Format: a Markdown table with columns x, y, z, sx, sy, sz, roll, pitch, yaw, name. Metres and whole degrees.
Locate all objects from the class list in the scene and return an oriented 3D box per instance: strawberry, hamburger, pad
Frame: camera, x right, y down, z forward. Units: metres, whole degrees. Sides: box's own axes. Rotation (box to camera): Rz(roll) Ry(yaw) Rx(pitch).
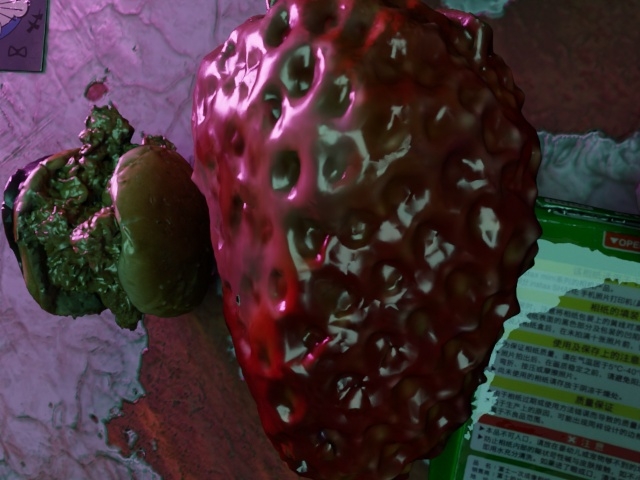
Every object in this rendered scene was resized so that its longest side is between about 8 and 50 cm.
| x | y | z | sx | sy | sz | roll | pitch | yaw | name |
| --- | --- | --- | --- | --- | --- | --- | --- | --- | --- |
| 0.000 | 0.000 | 0.394 | 0.265 | 0.149 | 0.337 | -1 | 87 | 42 | strawberry |
| -0.157 | -0.019 | 0.487 | 0.131 | 0.159 | 0.185 | -2 | 111 | 20 | hamburger |
| -0.390 | -0.264 | 0.628 | 0.245 | 0.006 | 0.170 | 7 | 93 | 15 | pad |

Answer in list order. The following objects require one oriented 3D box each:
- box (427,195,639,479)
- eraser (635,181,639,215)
| x | y | z | sx | sy | sz | roll | pitch | yaw | name |
| --- | --- | --- | --- | --- | --- | --- | --- | --- | --- |
| 0.181 | 0.101 | 0.421 | 0.179 | 0.103 | 0.250 | 12 | 96 | 16 | box |
| 0.367 | -0.092 | 0.256 | 0.359 | 0.122 | 0.272 | -51 | 46 | -7 | eraser |
